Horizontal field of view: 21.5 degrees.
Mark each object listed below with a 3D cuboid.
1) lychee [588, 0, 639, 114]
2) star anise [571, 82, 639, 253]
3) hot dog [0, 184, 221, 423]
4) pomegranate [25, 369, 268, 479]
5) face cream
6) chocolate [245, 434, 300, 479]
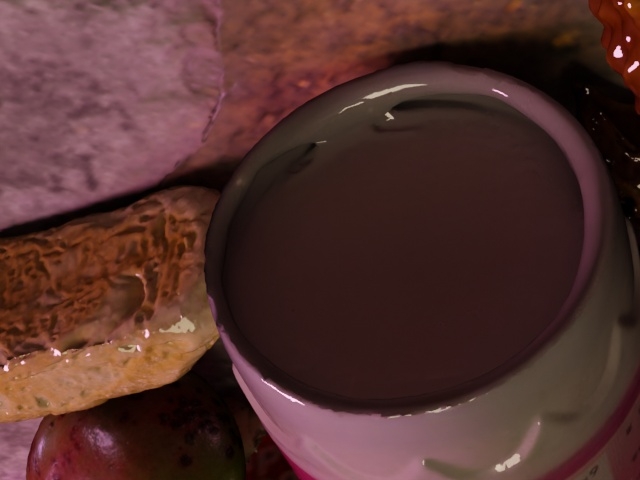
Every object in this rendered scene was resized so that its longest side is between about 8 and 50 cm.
[{"bbox_3d":[0.178,-0.085,0.517,0.200,0.200,0.238,11,132,-16],"label":"lychee"},{"bbox_3d":[0.177,0.018,0.720,0.140,0.144,0.158,2,148,12],"label":"star anise"},{"bbox_3d":[-0.134,0.042,0.799,0.242,0.084,0.073,-16,147,21],"label":"hot dog"},{"bbox_3d":[-0.095,0.118,0.894,0.130,0.130,0.130,0,146,0],"label":"pomegranate"},{"bbox_3d":[0.057,0.046,0.722,0.175,0.175,0.195,-8,146,11],"label":"face cream"},{"bbox_3d":[0.009,0.201,0.920,0.237,0.235,0.108,-13,132,21],"label":"chocolate"}]
